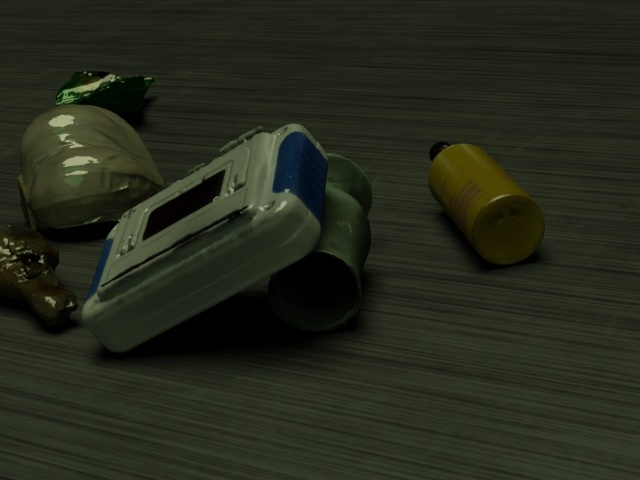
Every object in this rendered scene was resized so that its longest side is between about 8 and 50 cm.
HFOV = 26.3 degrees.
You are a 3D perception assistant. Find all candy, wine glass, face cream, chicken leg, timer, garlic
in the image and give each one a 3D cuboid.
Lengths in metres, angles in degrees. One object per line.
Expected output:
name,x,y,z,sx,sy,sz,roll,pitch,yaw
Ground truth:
candy,-0.331,-0.220,2.090,0.141,0.078,0.203,2,9,-3
wine glass,0.000,0.000,1.375,0.103,0.103,0.231,-6,24,6
face cream,0.165,-0.056,1.491,0.078,0.078,0.273,-11,21,-6
chicken leg,-0.306,0.043,1.443,0.085,0.069,0.198,7,18,-33
timer,-0.114,-0.009,1.317,0.253,0.078,0.178,-29,28,21
garlic,-0.291,-0.102,1.691,0.178,0.143,0.229,-14,14,-11
